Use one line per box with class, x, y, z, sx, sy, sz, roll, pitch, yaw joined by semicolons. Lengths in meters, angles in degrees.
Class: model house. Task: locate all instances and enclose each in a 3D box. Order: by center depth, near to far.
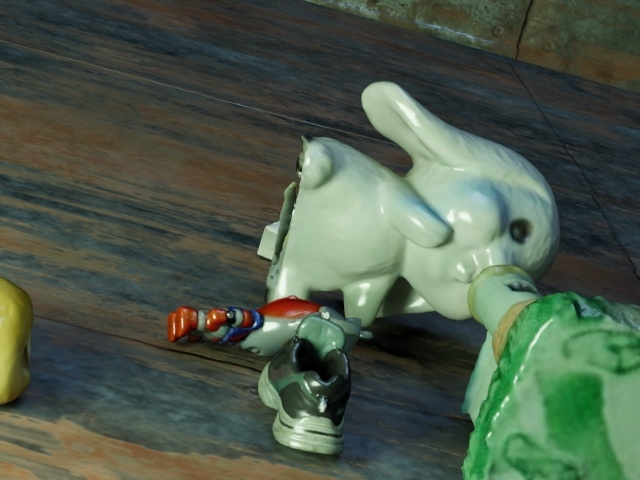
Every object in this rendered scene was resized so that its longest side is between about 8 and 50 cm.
model house;0.245;0.112;1.547;0.267;0.194;0.325;13;14;-12

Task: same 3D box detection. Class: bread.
bread;-0.306;0.061;1.352;0.173;0.085;0.134;14;18;-7

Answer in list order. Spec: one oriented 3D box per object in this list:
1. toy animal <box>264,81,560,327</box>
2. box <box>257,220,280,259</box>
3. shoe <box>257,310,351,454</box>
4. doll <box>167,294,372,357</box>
toy animal;0.081;-0.013;1.698;0.289;0.249;0.174;29;35;-13
box;0.000;0.000;1.908;0.084;0.040;0.154;24;19;15
shoe;-0.006;0.109;1.457;0.071;0.099;0.169;11;17;-11
doll;-0.042;0.081;1.567;0.194;0.104;0.062;5;58;-22
